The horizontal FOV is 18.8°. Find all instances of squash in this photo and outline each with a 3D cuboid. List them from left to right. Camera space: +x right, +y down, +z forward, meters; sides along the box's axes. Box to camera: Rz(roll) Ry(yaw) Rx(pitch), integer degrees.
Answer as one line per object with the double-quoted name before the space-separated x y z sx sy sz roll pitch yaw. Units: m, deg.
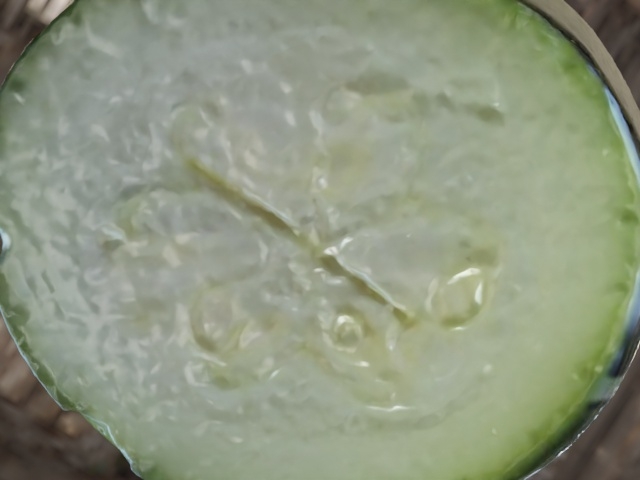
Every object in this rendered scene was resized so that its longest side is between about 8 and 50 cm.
"squash" 0.000 -0.002 0.626 0.219 0.219 0.041 30 -153 -7
